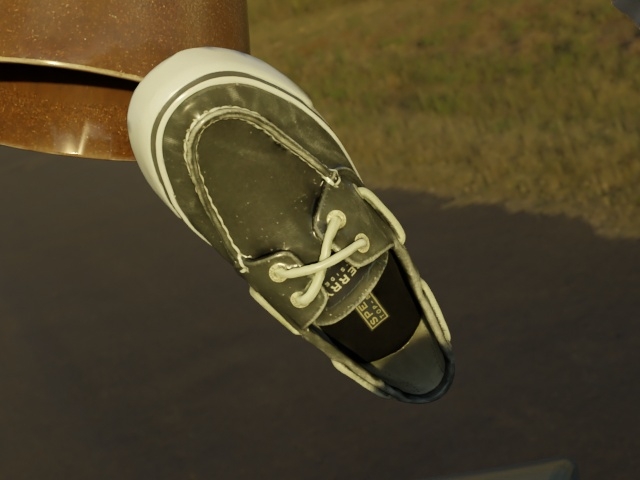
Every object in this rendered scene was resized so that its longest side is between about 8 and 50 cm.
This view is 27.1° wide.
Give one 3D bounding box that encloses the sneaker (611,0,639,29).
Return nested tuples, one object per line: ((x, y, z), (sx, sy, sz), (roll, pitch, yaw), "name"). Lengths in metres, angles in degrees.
((0.115, -0.147, 0.503), (0.111, 0.129, 0.297), (-58, -7, 1), "sneaker")

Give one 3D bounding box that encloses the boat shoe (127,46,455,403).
((0.000, 0.000, 0.589), (0.078, 0.219, 0.070), (-42, 43, 2), "boat shoe")

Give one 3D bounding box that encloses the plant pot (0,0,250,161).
((-0.134, -0.182, 0.768), (0.215, 0.230, 0.215), (5, -9, 1), "plant pot")

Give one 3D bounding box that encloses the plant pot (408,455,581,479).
((0.082, 0.212, 0.754), (0.165, 0.165, 0.234), (-10, -13, 6), "plant pot")
